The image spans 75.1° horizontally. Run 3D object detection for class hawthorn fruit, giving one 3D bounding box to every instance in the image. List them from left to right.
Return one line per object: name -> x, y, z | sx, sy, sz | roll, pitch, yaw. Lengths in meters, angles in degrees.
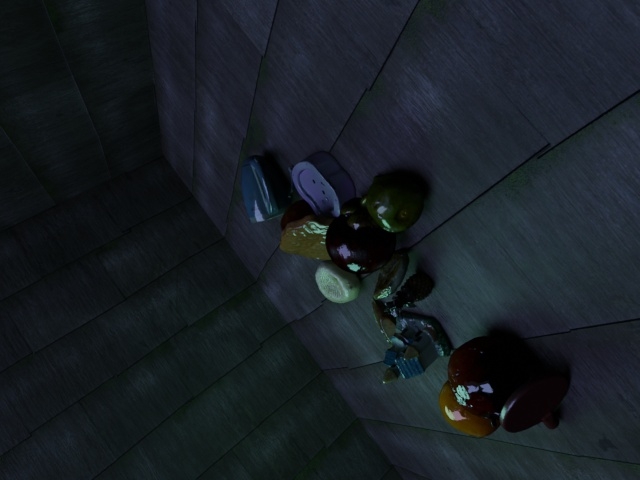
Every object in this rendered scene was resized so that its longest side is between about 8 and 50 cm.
hawthorn fruit -> -0.097, -0.087, 2.075 | 0.208, 0.248, 0.208 | 38, 147, 30
hawthorn fruit -> 0.609, 0.490, 1.512 | 0.316, 0.316, 0.315 | 41, 152, 28

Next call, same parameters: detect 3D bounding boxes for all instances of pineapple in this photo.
pineapple -> 0.346, 0.224, 1.670 | 0.125, 0.251, 0.125 | 27, 133, 33

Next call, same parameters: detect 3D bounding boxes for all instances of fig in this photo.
fig -> 0.242, -0.164, 1.500 | 0.275, 0.206, 0.206 | -117, 12, -46

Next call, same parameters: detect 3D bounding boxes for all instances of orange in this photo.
orange -> 0.627, 0.680, 1.730 | 0.261, 0.261, 0.261 | 41, 152, 28

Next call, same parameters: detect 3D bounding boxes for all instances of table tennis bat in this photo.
table tennis bat -> 0.746, 0.571, 1.423 | 0.415, 0.268, 0.051 | 42, -174, -39

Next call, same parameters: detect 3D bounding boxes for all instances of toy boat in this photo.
toy boat -> 0.339, 0.417, 2.112 | 0.292, 0.109, 0.099 | 57, -172, 9

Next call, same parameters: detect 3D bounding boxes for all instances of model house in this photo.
model house -> 0.376, 0.502, 1.877 | 0.267, 0.325, 0.194 | -2, 121, 61

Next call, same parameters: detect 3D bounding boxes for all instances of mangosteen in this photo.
mangosteen -> 0.163, -0.014, 1.673 | 0.311, 0.311, 0.311 | 41, 152, 28

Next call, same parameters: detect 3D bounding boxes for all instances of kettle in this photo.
kettle -> -0.299, -0.286, 2.197 | 0.319, 0.247, 0.341 | -162, 54, -71

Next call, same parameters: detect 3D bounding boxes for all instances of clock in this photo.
clock -> 0.011, -0.233, 1.878 | 0.338, 0.102, 0.338 | 42, 152, 28

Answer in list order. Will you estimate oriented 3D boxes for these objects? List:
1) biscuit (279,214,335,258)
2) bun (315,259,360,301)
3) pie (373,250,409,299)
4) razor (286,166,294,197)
biscuit -> 0.000, 0.002, 1.953 | 0.385, 0.366, 0.062 | 135, 144, -56
bun -> 0.101, 0.218, 2.217 | 0.259, 0.160, 0.259 | 23, 128, 34
pie -> 0.286, 0.142, 1.724 | 0.054, 0.240, 0.240 | 30, 157, -9
razor -> -0.152, -0.308, 2.151 | 0.191, 0.037, 0.068 | 99, 166, -54
